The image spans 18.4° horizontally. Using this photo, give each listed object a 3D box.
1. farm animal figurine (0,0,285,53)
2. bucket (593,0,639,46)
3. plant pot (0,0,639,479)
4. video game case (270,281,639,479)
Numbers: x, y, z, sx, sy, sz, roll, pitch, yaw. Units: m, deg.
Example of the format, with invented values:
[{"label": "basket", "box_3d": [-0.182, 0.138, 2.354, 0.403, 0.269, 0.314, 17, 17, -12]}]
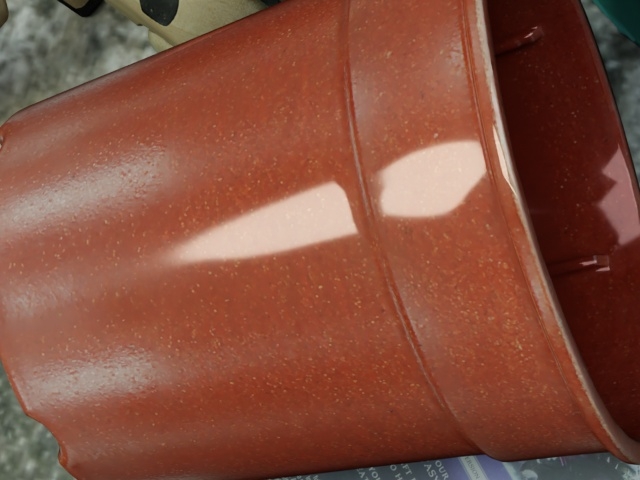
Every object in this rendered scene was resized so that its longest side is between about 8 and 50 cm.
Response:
[{"label": "farm animal figurine", "box_3d": [-0.149, -0.167, 1.042, 0.326, 0.172, 0.330, 18, 80, 11]}, {"label": "bucket", "box_3d": [0.208, -0.198, 0.963, 0.183, 0.281, 0.281, -42, 75, 0]}, {"label": "plant pot", "box_3d": [0.000, 0.000, 0.940, 0.265, 0.272, 0.272, -15, 75, 19]}, {"label": "video game case", "box_3d": [0.098, 0.142, 1.014, 0.274, 0.026, 0.196, -29, 75, -1]}]
